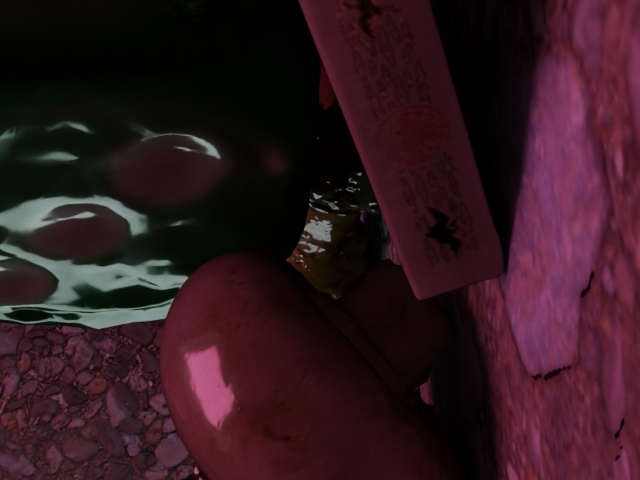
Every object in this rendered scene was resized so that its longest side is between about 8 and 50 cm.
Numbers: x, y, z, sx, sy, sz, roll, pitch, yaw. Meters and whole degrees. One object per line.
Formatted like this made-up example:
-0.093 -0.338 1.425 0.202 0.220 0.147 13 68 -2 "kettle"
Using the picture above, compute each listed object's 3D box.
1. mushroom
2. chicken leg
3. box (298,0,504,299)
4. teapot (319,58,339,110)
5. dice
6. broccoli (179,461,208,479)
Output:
0.005 0.095 0.575 0.226 0.178 0.226 55 -178 -2 "mushroom"
0.000 0.000 0.878 0.429 0.153 0.201 109 144 -63 "chicken leg"
0.017 -0.166 0.501 0.365 0.051 0.204 -98 -13 -46 "box"
-0.006 -0.166 0.939 0.173 0.116 0.116 58 -178 -13 "teapot"
-0.165 -0.122 0.642 0.300 0.297 0.287 100 166 -57 "dice"
-0.032 0.325 0.713 0.281 0.293 0.347 57 -162 -29 "broccoli"
